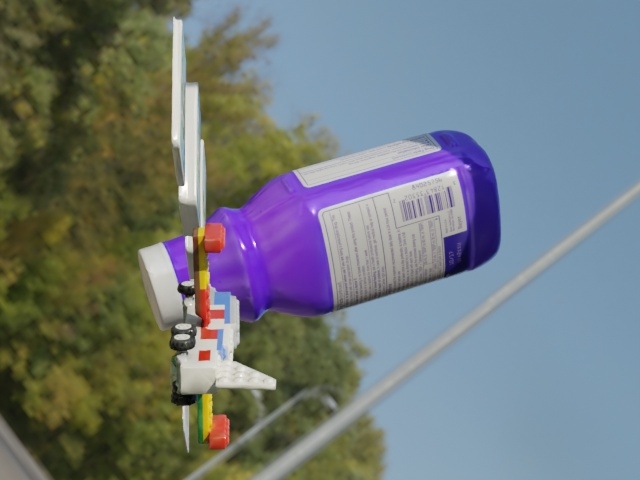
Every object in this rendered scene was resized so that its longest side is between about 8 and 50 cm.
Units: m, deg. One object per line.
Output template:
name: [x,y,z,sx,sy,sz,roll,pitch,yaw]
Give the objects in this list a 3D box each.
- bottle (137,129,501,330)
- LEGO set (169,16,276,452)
bottle: [0.000,0.000,1.152,0.092,0.283,0.118,-124,-160,-54]
LEGO set: [-0.055,0.030,0.787,0.182,0.060,0.244,94,-5,-65]
